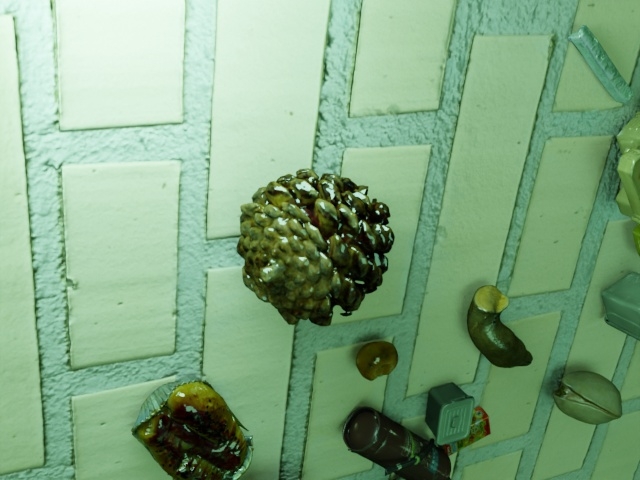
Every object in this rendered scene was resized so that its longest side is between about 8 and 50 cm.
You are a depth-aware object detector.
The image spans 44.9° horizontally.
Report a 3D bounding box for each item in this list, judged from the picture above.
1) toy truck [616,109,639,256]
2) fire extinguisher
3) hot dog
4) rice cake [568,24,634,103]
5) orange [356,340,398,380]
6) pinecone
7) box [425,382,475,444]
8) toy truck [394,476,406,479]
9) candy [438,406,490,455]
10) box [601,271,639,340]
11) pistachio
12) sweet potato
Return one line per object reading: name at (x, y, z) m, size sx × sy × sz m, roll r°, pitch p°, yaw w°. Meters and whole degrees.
toy truck at (0.722, -0.095, 1.552) m, size 0.254 × 0.180 × 0.405 m, roll -37°, pitch 127°, yaw -8°
fire extinguisher at (0.189, 0.460, 1.617) m, size 0.105 × 0.141 × 0.341 m, roll -31°, pitch 132°, yaw 26°
hot dog at (-0.220, 0.353, 1.369) m, size 0.163 × 0.082 × 0.270 m, roll -33°, pitch 128°, yaw -6°
rice cake at (0.512, -0.317, 1.407) m, size 0.208 × 0.033 × 0.033 m, roll 37°, pitch 86°, yaw -36°
orange at (0.105, 0.223, 1.479) m, size 0.086 × 0.062 × 0.086 m, roll -22°, pitch 141°, yaw -19°
pinecone at (0.001, 0.013, 1.203) m, size 0.257 × 0.243 × 0.243 m, roll 1°, pitch 116°, yaw -34°
box at (0.271, 0.364, 1.641) m, size 0.084 × 0.069 × 0.122 m, roll -9°, pitch 120°, yaw -22°
toy truck at (0.121, 0.599, 1.679) m, size 0.227 × 0.098 × 0.114 m, roll -12°, pitch 125°, yaw -19°
candy at (0.318, 0.425, 1.719) m, size 0.122 × 0.038 × 0.062 m, roll -23°, pitch 125°, yaw -15°
box at (0.702, 0.141, 1.690) m, size 0.124 × 0.172 × 0.092 m, roll -33°, pitch 112°, yaw -10°
pistachio at (0.618, 0.364, 1.791) m, size 0.185 × 0.124 × 0.124 m, roll 15°, pitch 109°, yaw -30°
sweet potato at (0.376, 0.198, 1.593) m, size 0.112 × 0.085 × 0.286 m, roll -47°, pitch 128°, yaw -3°
